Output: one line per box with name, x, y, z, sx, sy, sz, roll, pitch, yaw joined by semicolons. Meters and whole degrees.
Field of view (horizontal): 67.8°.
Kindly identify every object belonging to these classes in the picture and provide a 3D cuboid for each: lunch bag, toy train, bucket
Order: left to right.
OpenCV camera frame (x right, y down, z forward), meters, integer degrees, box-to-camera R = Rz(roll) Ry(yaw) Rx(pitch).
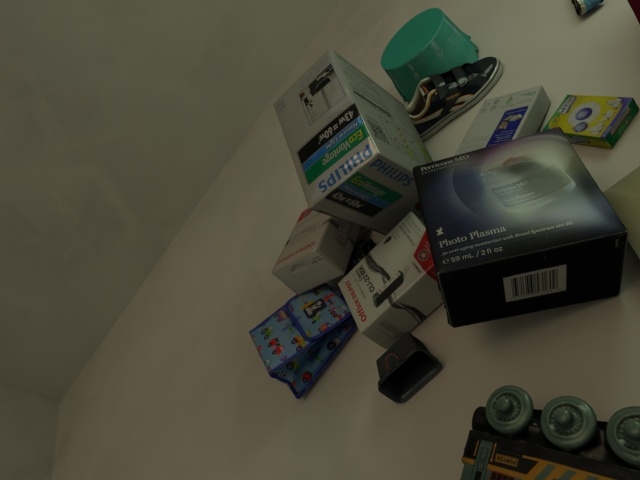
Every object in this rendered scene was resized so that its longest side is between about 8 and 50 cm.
lunch bag;-0.028;0.249;1.336;0.293;0.138;0.221;-43;29;-3
bucket;0.341;-0.585;1.531;0.281;0.183;0.281;-33;37;29
toy train;0.355;0.329;0.670;0.334;0.142;0.190;-7;48;49

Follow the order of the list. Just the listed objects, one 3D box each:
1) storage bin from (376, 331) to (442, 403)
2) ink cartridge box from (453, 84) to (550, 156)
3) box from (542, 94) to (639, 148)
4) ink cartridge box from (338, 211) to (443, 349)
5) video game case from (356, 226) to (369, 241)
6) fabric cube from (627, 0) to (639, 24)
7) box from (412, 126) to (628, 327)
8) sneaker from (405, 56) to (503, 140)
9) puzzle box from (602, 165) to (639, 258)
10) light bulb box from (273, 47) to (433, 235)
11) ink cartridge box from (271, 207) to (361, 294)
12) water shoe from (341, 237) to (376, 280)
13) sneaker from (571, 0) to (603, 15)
storage bin;0.179;0.268;1.043;0.135;0.098;0.091;-48;21;13
ink cartridge box;0.419;-0.228;1.159;0.165;0.065;0.333;3;53;55
box;0.576;-0.265;1.043;0.105;0.043;0.179;-55;29;0
ink cartridge box;0.192;0.097;1.156;0.273;0.114;0.197;-47;33;15
video game case;0.137;-0.101;1.509;0.212;0.023;0.193;-45;33;18
fabric cube;0.737;-0.550;0.885;0.259;0.254;0.258;-12;51;48
box;0.350;-0.030;0.900;0.296;0.183;0.294;-15;44;13
sneaker;0.375;-0.439;1.405;0.321;0.127;0.126;-40;33;21
puzzle box;0.646;-0.110;0.689;0.409;0.052;0.272;-45;21;33
light bulb box;0.111;-0.241;1.264;0.225;0.358;0.361;-36;57;30
ink cartridge box;0.000;0.000;1.409;0.207;0.117;0.283;-29;27;40
water shoe;0.111;0.076;1.328;0.080;0.073;0.203;-25;43;37
sneaker;0.696;-0.652;1.244;0.073;0.063;0.162;-13;53;26
